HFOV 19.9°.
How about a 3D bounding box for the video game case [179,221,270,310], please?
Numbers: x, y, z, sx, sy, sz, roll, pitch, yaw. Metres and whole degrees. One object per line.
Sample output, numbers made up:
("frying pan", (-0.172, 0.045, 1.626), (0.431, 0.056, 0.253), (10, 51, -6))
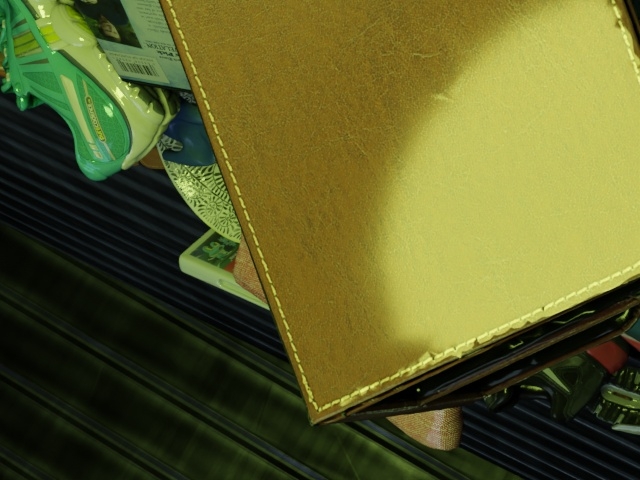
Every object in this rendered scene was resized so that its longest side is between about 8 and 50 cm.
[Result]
("video game case", (0.000, 0.000, 1.703), (0.183, 0.201, 0.023), (23, 136, 27))

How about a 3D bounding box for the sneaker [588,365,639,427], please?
("sneaker", (0.381, 0.175, 1.883), (0.208, 0.081, 0.094), (23, -172, 17))

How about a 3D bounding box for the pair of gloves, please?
("pair of gloves", (-0.114, -0.133, 1.577), (0.159, 0.023, 0.198), (31, 142, 27))

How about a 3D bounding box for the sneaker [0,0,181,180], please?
("sneaker", (-0.239, -0.168, 1.547), (0.275, 0.110, 0.107), (50, -161, 18))

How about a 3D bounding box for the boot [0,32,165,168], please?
("boot", (-0.247, -0.164, 1.778), (0.283, 0.109, 0.220), (11, 160, 20))

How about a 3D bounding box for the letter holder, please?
("letter holder", (0.065, -0.094, 0.873), (0.214, 0.302, 0.152), (-28, 165, 28))

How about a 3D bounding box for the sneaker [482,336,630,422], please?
("sneaker", (0.169, 0.097, 1.857), (0.276, 0.135, 0.097), (27, 171, 16))

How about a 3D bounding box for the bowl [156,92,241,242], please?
("bowl", (-0.069, -0.088, 1.661), (0.170, 0.080, 0.170), (32, 141, 31))

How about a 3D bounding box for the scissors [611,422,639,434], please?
("scissors", (0.436, 0.208, 1.792), (0.297, 0.021, 0.109), (-6, 147, 40))

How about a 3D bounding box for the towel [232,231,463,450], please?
("towel", (0.009, -0.052, 1.135), (0.237, 0.037, 0.329), (38, 142, 43))

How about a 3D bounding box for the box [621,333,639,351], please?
("box", (0.357, 0.056, 1.159), (0.300, 0.142, 0.154), (17, 166, 45))

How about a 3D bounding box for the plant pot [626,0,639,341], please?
("plant pot", (0.214, -0.049, 0.988), (0.165, 0.166, 0.234), (29, 166, -6))

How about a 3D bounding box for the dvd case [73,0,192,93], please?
("dvd case", (-0.113, -0.186, 1.336), (0.180, 0.022, 0.253), (11, 152, 25))
